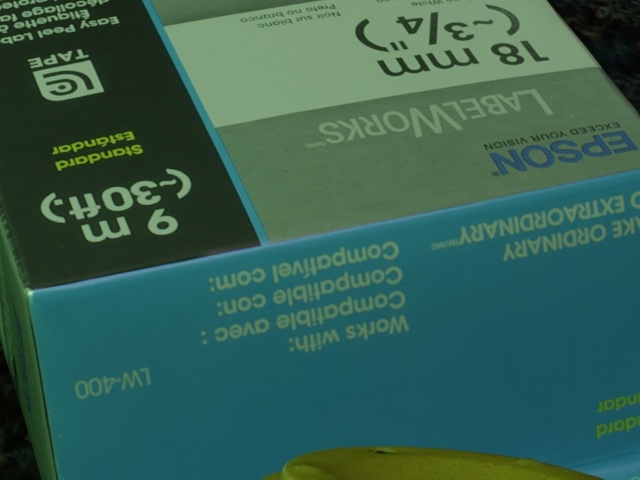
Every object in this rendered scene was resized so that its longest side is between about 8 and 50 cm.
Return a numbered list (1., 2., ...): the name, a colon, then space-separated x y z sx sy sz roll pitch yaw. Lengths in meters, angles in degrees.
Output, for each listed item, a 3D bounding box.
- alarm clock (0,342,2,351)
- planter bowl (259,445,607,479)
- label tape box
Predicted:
1. alarm clock: -0.219 0.028 0.701 0.192 0.064 0.129 32 48 29
2. planter bowl: 0.034 0.106 0.501 0.217 0.090 0.217 6 4 0
3. label tape box: 0.000 0.000 0.714 0.241 0.106 0.333 -11 40 -15
